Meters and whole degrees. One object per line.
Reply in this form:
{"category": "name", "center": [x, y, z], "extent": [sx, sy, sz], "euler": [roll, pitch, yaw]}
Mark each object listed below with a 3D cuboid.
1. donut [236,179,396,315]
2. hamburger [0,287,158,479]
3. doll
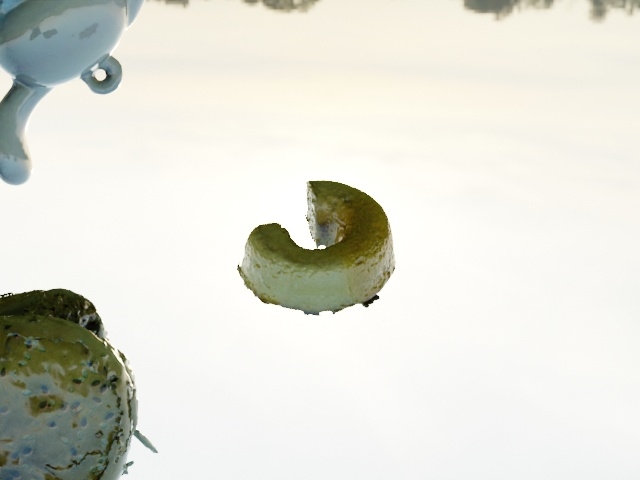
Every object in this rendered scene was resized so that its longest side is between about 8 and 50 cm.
{"category": "donut", "center": [0.009, 0.005, 1.177], "extent": [0.146, 0.078, 0.181], "euler": [24, -143, 25]}
{"category": "hamburger", "center": [-0.194, 0.119, 0.745], "extent": [0.186, 0.177, 0.113], "euler": [17, 180, -11]}
{"category": "doll", "center": [-0.391, -0.314, 1.418], "extent": [0.366, 0.376, 0.187], "euler": [40, 162, -16]}
